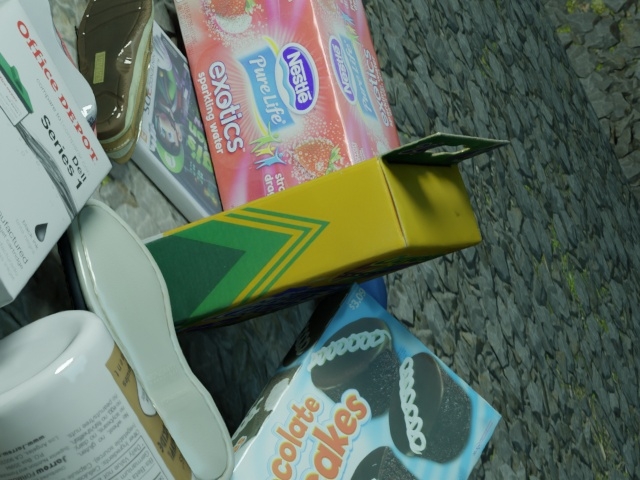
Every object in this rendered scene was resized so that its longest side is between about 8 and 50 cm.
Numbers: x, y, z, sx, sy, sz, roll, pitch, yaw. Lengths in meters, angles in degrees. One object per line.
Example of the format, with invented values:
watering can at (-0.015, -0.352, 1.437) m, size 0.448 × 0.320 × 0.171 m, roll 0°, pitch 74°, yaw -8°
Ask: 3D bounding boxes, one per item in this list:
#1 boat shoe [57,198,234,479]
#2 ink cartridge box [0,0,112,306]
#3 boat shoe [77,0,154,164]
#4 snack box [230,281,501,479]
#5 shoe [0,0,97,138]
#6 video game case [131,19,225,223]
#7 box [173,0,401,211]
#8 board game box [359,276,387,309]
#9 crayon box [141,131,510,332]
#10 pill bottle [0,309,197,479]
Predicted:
boat shoe at (-0.152, 0.092, 1.330) m, size 0.095 × 0.079 × 0.255 m, roll -25°, pitch 86°, yaw -52°
ink cartridge box at (-0.253, -0.060, 1.206) m, size 0.160 × 0.092 × 0.219 m, roll 62°, pitch 24°, yaw -20°
boat shoe at (-0.181, -0.153, 1.512) m, size 0.072 × 0.068 × 0.190 m, roll 62°, pitch 30°, yaw -52°
snack box at (0.007, 0.213, 1.395) m, size 0.187 × 0.060 × 0.322 m, roll 42°, pitch 56°, yaw -13°
shoe at (-0.235, -0.141, 1.373) m, size 0.178 × 0.063 × 0.081 m, roll 58°, pitch -19°, yaw 22°
video game case at (-0.130, -0.101, 1.629) m, size 0.190 × 0.022 × 0.173 m, roll 50°, pitch 30°, yaw -41°
box at (-0.023, -0.135, 1.673) m, size 0.142 × 0.154 × 0.300 m, roll 17°, pitch 57°, yaw -63°
board game box at (0.033, 0.067, 1.861) m, size 0.133 × 0.033 × 0.169 m, roll 55°, pitch 31°, yaw -45°
crayon box at (0.000, 0.000, 1.444) m, size 0.203 × 0.322 × 0.083 m, roll -3°, pitch 74°, yaw -67°
pill bottle at (-0.158, 0.175, 1.180) m, size 0.229 × 0.131 × 0.131 m, roll 62°, pitch 23°, yaw -20°
